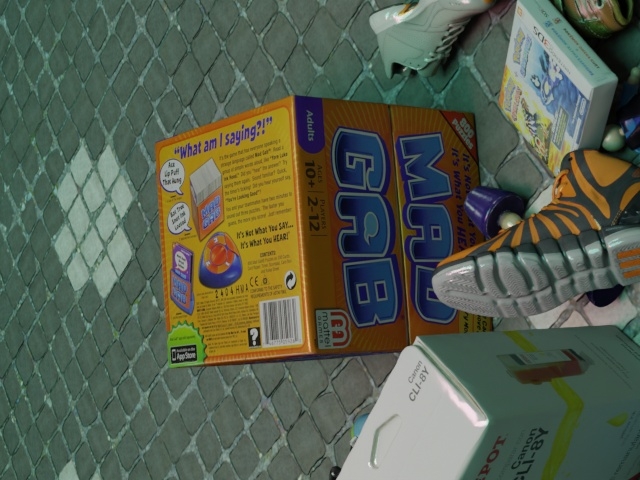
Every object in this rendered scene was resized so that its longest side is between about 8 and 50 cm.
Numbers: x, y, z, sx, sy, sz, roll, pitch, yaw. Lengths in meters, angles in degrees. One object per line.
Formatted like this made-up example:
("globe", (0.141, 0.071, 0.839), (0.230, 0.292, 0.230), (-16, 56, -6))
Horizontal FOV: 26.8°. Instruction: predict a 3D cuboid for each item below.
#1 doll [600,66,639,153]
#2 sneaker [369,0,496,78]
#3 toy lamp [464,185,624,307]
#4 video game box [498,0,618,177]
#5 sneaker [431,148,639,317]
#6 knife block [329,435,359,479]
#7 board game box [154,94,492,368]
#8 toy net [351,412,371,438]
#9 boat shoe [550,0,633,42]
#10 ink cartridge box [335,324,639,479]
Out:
("doll", (0.435, -0.170, 1.756), (0.189, 0.046, 0.129), (-38, 69, 51))
("sneaker", (0.180, -0.315, 2.044), (0.262, 0.099, 0.121), (-12, 88, 58))
("toy lamp", (0.308, -0.002, 1.887), (0.274, 0.080, 0.080), (35, 116, 42))
("video game box", (0.318, -0.202, 1.830), (0.205, 0.048, 0.187), (92, 154, -51))
("sneaker", (0.301, -0.012, 1.780), (0.321, 0.125, 0.180), (-12, 49, 11))
("knife block", (0.055, 0.390, 2.056), (0.242, 0.088, 0.275), (56, 156, -20))
("board game box", (0.000, 0.000, 2.040), (0.356, 0.356, 0.356), (-11, 81, 50))
("toy net", (0.157, 0.340, 2.061), (0.232, 0.122, 0.045), (48, 142, 16))
("boat shoe", (0.358, -0.423, 1.812), (0.104, 0.110, 0.307), (-12, 92, 51))
("ink cartridge box", (0.243, 0.267, 1.719), (0.160, 0.384, 0.279), (47, 125, 40))
